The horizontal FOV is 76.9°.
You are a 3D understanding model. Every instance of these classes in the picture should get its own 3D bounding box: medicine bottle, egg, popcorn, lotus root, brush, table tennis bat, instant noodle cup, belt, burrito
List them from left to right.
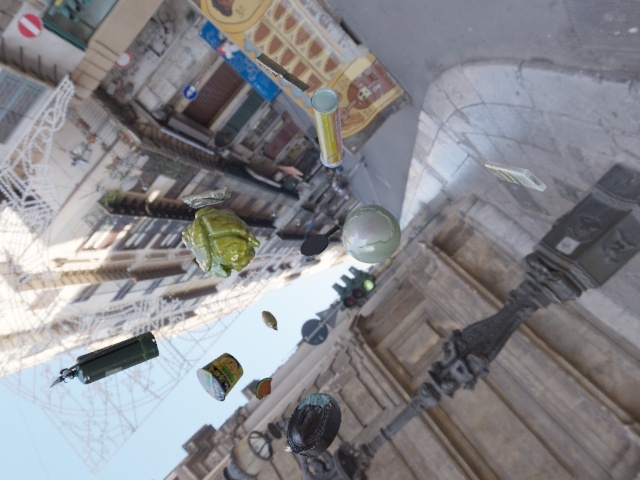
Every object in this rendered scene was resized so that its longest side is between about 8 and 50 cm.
[{"bbox_3d":[-0.534,-0.206,1.918,0.087,0.225,0.060,71,-175,-62],"label":"burrito"},{"bbox_3d":[-0.361,0.002,1.459,0.276,0.225,0.276,46,150,36],"label":"popcorn"},{"bbox_3d":[-0.366,0.500,1.497,0.151,0.151,0.122,44,-136,11],"label":"instant noodle cup"},{"bbox_3d":[-0.266,0.419,2.120,0.150,0.062,0.073,44,178,38],"label":"lotus root"},{"bbox_3d":[-0.137,-0.595,1.444,0.248,0.043,0.036,40,164,19],"label":"brush"},{"bbox_3d":[-0.020,0.582,1.283,0.151,0.198,0.078,21,160,48],"label":"belt"},{"bbox_3d":[0.000,0.000,1.985,0.150,0.236,0.027,36,160,49],"label":"table tennis bat"},{"bbox_3d":[0.031,-0.405,1.510,0.108,0.108,0.426,45,175,13],"label":"medicine bottle"},{"bbox_3d":[0.237,-0.028,1.884,0.278,0.278,0.336,43,-168,2],"label":"egg"}]

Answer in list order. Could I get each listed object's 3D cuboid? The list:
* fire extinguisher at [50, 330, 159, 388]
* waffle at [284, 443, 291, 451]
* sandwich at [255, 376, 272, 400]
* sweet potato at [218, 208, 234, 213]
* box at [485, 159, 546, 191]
[{"bbox_3d":[-0.650,0.364,1.217,0.294,0.118,0.093,-16,-116,-36],"label":"fire extinguisher"},{"bbox_3d":[-0.080,0.743,1.570,0.125,0.032,0.191,10,-165,-10],"label":"waffle"},{"bbox_3d":[-0.255,0.663,1.807,0.069,0.101,0.026,8,158,-2],"label":"sandwich"},{"bbox_3d":[-0.455,-0.083,1.854,0.097,0.097,0.292,41,-165,-14],"label":"sweet potato"},{"bbox_3d":[0.742,-0.251,1.545,0.122,0.032,0.220,29,-170,-23],"label":"box"}]
